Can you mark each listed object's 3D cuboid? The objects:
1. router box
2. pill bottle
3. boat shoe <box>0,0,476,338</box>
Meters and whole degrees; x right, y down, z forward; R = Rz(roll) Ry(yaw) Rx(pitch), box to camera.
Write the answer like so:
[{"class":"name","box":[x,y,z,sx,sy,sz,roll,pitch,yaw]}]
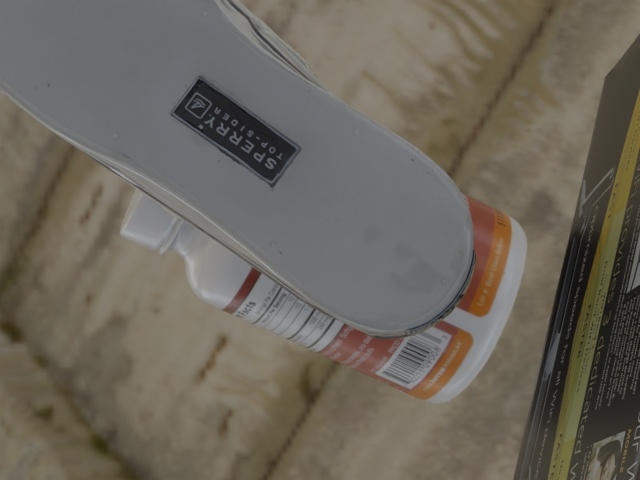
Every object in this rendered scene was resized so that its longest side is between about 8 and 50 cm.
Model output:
[{"class":"router box","box":[0.148,0.045,0.685,0.081,0.243,0.309,15,-103,-1]},{"class":"pill bottle","box":[0.000,0.000,0.980,0.121,0.216,0.121,-62,-170,19]},{"class":"boat shoe","box":[-0.050,-0.058,0.679,0.267,0.088,0.096,35,-97,6]}]
